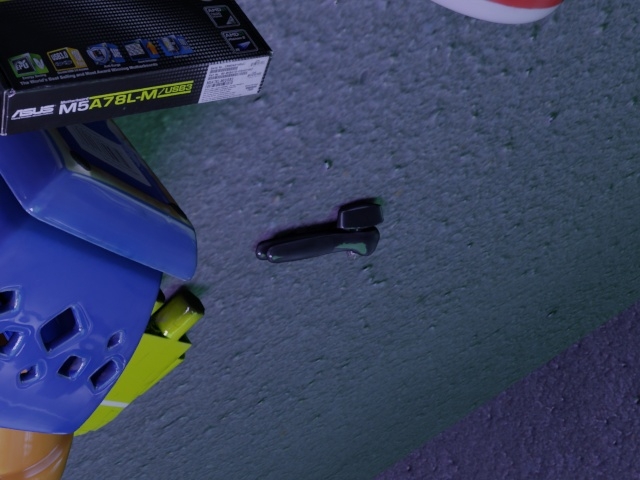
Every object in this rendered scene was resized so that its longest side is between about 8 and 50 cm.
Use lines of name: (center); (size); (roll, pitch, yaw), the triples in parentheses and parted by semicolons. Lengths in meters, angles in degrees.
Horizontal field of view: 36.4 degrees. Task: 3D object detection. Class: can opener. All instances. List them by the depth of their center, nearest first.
can opener: (0.000, 0.000, 1.254); (0.186, 0.073, 0.059); (-14, -174, -28)

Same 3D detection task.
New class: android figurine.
android figurine: (-0.271, 0.152, 1.183); (0.273, 0.056, 0.248); (-42, 152, 14)

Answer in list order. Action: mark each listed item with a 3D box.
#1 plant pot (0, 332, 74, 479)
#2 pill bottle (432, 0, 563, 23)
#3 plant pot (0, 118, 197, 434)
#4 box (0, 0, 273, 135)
plant pot: (-0.332, 0.139, 0.955); (0.205, 0.205, 0.188); (-7, 133, -42)
pill bottle: (0.171, -0.355, 0.687); (0.210, 0.210, 0.363); (-11, 145, -38)
plant pot: (-0.249, -0.011, 0.768); (0.212, 0.236, 0.236); (-45, 151, 7)
box: (-0.157, -0.161, 0.669); (0.190, 0.184, 0.045); (-15, 149, -32)
